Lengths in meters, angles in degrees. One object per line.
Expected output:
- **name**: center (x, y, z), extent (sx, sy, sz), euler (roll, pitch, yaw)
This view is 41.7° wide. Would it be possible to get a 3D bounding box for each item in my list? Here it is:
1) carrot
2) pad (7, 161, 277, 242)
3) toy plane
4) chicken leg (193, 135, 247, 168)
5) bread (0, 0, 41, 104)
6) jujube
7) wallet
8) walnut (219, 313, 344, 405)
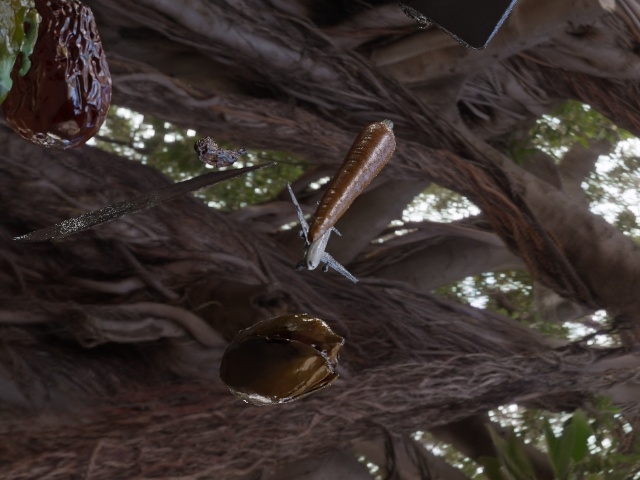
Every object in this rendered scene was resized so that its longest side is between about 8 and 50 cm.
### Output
- **carrot**: center (0.051, -0.096, 1.327), extent (0.069, 0.336, 0.069), euler (17, -44, 17)
- **pad**: center (-0.244, -0.053, 1.145), extent (0.220, 0.330, 0.004), euler (-1, -72, 56)
- **toy plane**: center (-0.002, 0.001, 1.467), extent (0.058, 0.226, 0.226), euler (-27, -73, 30)
- **chicken leg**: center (-0.203, -0.178, 1.718), extent (0.037, 0.145, 0.062), euler (-18, -110, 37)
- **bread**: center (-0.339, -0.168, 0.510), extent (0.251, 0.376, 0.208), euler (-37, -98, 3)
- **jujube**: center (-0.400, -0.258, 1.280), extent (0.168, 0.168, 0.237), euler (27, -63, 34)
- **wallet**: center (0.231, -0.395, 1.185), extent (0.149, 0.044, 0.250), euler (29, -74, -10)
- **walnut**: center (-0.061, 0.179, 1.275), extent (0.245, 0.137, 0.137), euler (-28, -109, 39)
